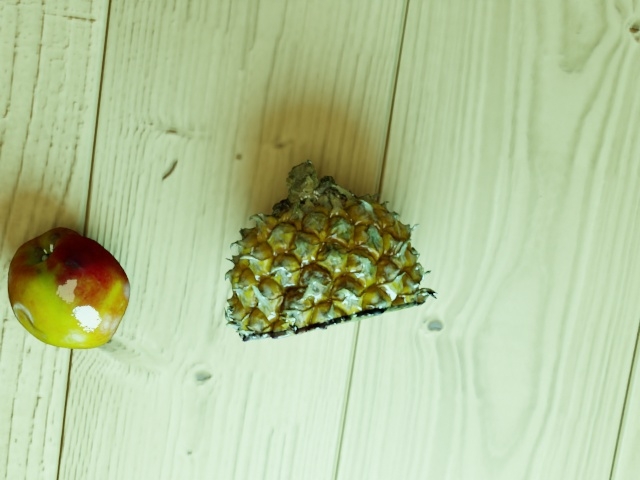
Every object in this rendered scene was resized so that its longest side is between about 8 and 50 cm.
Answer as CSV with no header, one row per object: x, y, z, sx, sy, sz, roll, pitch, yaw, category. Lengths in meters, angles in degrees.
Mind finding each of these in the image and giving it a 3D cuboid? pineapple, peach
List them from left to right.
-0.215,0.045,1.456,0.101,0.101,0.100,0,104,0,peach
-0.002,0.000,1.414,0.176,0.161,0.137,-11,93,2,pineapple
